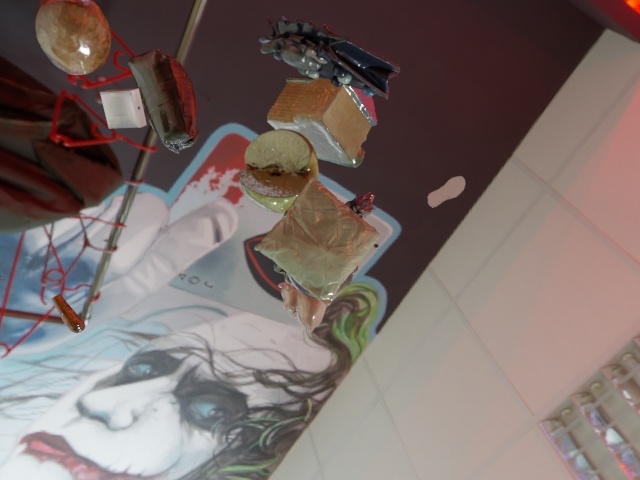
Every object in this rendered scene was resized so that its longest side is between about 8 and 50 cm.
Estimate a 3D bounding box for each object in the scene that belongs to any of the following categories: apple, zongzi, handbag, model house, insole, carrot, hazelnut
[{"bbox_3d":[-0.143,-0.240,1.914,0.258,0.233,0.295,1,-105,16],"label":"apple"},{"bbox_3d":[-0.594,-0.545,2.213,0.432,0.208,0.403,24,46,-86],"label":"zongzi"},{"bbox_3d":[0.005,-0.454,1.301,0.326,0.269,0.118,32,-77,43],"label":"handbag"},{"bbox_3d":[0.028,-0.553,2.197,0.382,0.334,0.342,18,-106,40],"label":"model house"},{"bbox_3d":[0.435,-0.167,1.806,0.004,0.197,0.065,-5,-68,59],"label":"insole"},{"bbox_3d":[-0.529,0.155,1.103,0.032,0.093,0.032,-30,-170,6],"label":"carrot"},{"bbox_3d":[-0.635,-0.542,1.358,0.214,0.176,0.214,177,-90,-79],"label":"hazelnut"}]

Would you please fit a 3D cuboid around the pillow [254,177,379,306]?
[{"bbox_3d":[0.000,0.002,1.522,0.280,0.274,0.076,-52,-171,-14],"label":"pillow"}]

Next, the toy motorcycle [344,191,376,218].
[{"bbox_3d":[0.128,-0.112,1.710,0.122,0.082,0.213,-44,-177,28],"label":"toy motorcycle"}]

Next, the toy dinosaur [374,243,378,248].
[{"bbox_3d":[0.189,-0.027,2.184,0.049,0.154,0.055,-45,-172,-35],"label":"toy dinosaur"}]

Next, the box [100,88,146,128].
[{"bbox_3d":[-0.701,-0.468,1.869,0.051,0.130,0.129,-58,146,-62],"label":"box"}]

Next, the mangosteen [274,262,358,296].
[{"bbox_3d":[-0.032,0.066,2.013,0.360,0.306,0.306,5,-102,19],"label":"mangosteen"}]

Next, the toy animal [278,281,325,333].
[{"bbox_3d":[-0.088,0.305,2.642,0.195,0.256,0.213,-40,162,-50],"label":"toy animal"}]
